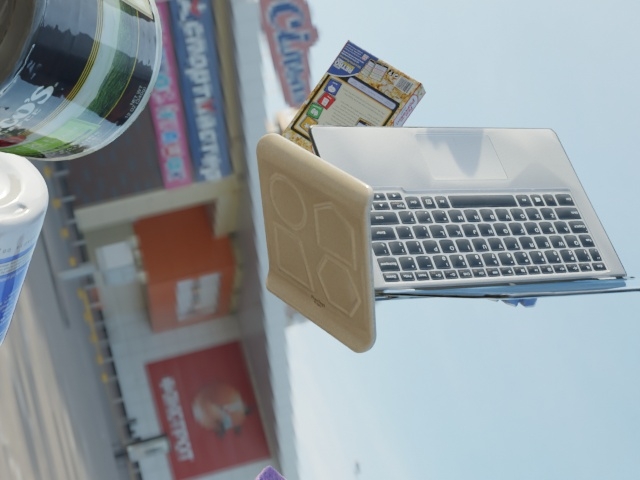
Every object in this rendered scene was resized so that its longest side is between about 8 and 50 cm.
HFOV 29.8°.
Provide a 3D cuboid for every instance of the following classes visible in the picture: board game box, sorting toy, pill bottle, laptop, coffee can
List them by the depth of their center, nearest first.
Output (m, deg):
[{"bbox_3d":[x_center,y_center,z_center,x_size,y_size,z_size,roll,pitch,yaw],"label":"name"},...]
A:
[{"bbox_3d":[-0.253,-0.168,0.909,0.275,0.201,0.202,-3,79,-81],"label":"coffee can"},{"bbox_3d":[-0.383,0.039,1.230,0.272,0.152,0.152,-64,-146,34],"label":"pill bottle"},{"bbox_3d":[0.000,0.000,1.363,0.193,0.038,0.208,32,-46,42],"label":"sorting toy"},{"bbox_3d":[0.245,-0.047,1.414,0.236,0.381,0.408,-59,-139,47],"label":"laptop"},{"bbox_3d":[0.050,-0.197,1.893,0.146,0.193,0.045,35,-4,20],"label":"board game box"}]

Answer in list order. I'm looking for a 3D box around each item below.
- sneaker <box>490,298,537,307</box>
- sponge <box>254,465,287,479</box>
[{"bbox_3d":[0.222,-0.011,1.899,0.127,0.315,0.182,-147,-111,-64],"label":"sneaker"},{"bbox_3d":[-0.032,0.433,1.728,0.210,0.117,0.031,40,-29,2],"label":"sponge"}]
